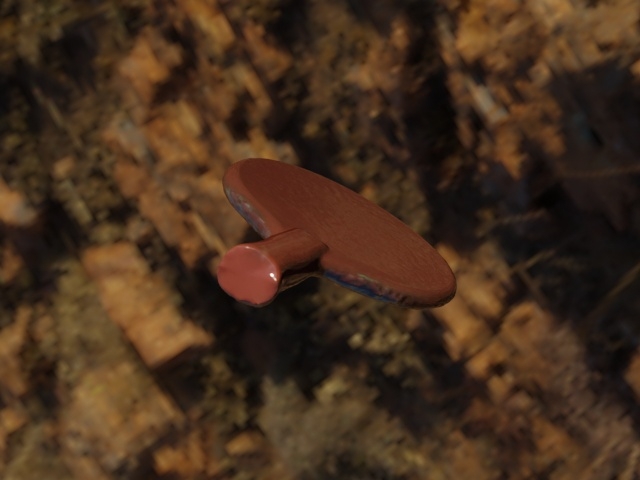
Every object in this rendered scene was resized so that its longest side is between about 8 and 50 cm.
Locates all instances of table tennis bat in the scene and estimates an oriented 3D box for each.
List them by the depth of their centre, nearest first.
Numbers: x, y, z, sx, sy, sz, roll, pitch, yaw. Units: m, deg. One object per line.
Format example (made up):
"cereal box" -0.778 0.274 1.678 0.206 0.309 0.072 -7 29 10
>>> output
"table tennis bat" 0.000 0.000 0.679 0.098 0.155 0.019 33 108 11
